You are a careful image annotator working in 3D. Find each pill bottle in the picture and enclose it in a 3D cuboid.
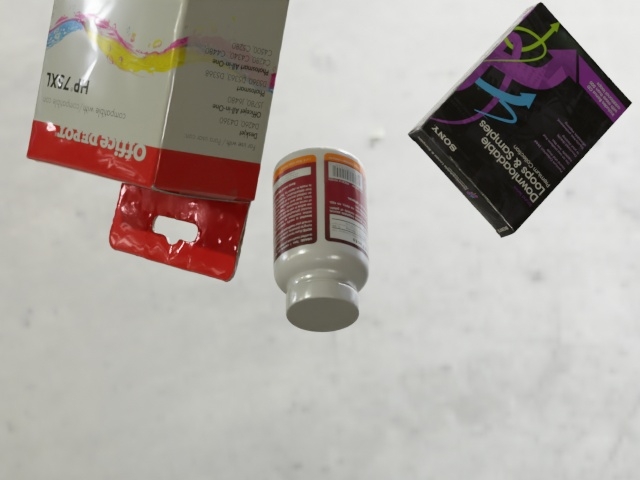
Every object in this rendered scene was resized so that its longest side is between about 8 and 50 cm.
[{"bbox_3d":[0.000,0.000,1.757,0.086,0.086,0.152,-3,58,4],"label":"pill bottle"}]

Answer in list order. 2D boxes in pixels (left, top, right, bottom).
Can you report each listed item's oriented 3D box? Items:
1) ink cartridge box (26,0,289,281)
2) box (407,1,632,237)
[{"bbox_3d":[-0.095,-0.101,1.159,0.078,0.231,0.134,7,4,-41],"label":"ink cartridge box"},{"bbox_3d":[0.162,-0.098,1.599,0.162,0.116,0.029,-47,9,-20],"label":"box"}]
